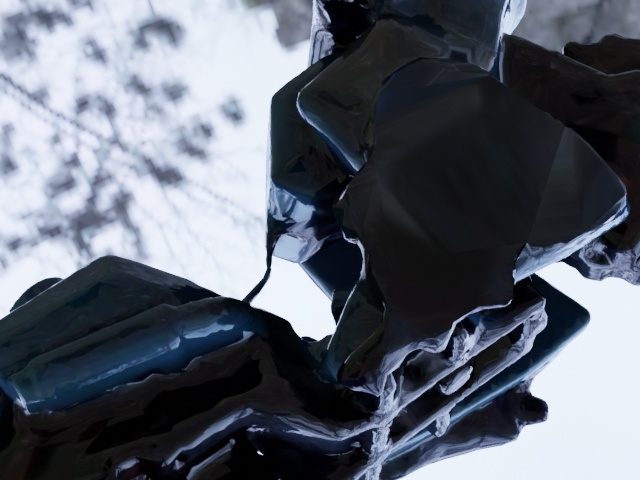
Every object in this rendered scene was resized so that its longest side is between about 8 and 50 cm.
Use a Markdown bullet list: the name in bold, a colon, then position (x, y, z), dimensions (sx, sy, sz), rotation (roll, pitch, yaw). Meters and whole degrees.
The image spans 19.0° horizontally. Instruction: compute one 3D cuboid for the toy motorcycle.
- **toy motorcycle**: position (0.000, 0.000, 0.863), dimensions (0.416, 0.172, 0.232), rotation (-35, -114, -20)
